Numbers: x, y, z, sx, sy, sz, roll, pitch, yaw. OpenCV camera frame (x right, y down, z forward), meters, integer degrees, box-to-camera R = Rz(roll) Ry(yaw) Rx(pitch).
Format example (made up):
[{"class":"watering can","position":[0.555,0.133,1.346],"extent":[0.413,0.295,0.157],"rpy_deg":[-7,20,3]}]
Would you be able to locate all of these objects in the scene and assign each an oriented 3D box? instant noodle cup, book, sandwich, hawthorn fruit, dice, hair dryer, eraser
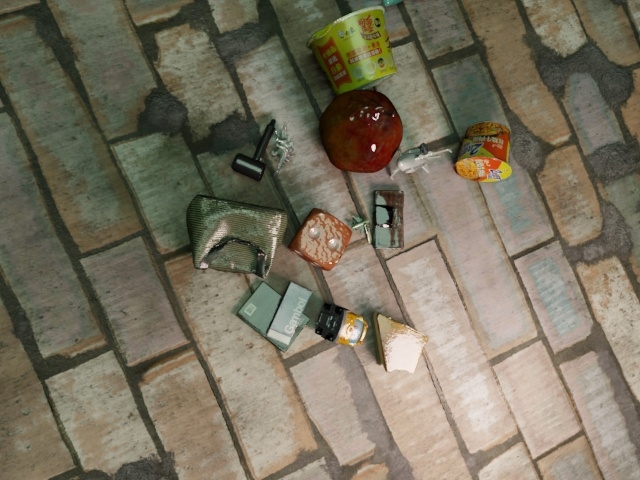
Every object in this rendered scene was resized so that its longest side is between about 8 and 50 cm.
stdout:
[{"class":"instant noodle cup","position":[0.126,-0.662,1.532],"extent":[0.312,0.311,0.221],"rpy_deg":[-25,100,-10]},{"class":"book","position":[-0.170,0.279,1.550],"extent":[0.228,0.024,0.160],"rpy_deg":[39,82,-5]},{"class":"sandwich","position":[0.259,0.387,1.574],"extent":[0.220,0.108,0.185],"rpy_deg":[27,82,-9]},{"class":"hawthorn fruit","position":[0.140,-0.384,1.501],"extent":[0.309,0.325,0.307],"rpy_deg":[1,93,16]},{"class":"dice","position":[0.000,0.000,1.520],"extent":[0.179,0.174,0.174],"rpy_deg":[35,80,-5]},{"class":"instant noodle cup","position":[0.635,-0.347,1.642],"extent":[0.214,0.213,0.174],"rpy_deg":[15,76,-8]},{"class":"hair dryer","position":[-0.230,-0.349,1.558],"extent":[0.114,0.070,0.247],"rpy_deg":[22,80,-8]},{"class":"eraser","position":[-0.111,0.258,1.523],"extent":[0.092,0.046,0.212],"rpy_deg":[25,82,-7]}]

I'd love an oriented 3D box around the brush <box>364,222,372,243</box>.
[{"class":"brush","position":[0.185,-0.026,1.619],"extent":[0.016,0.013,0.083],"rpy_deg":[-27,115,-25]}]

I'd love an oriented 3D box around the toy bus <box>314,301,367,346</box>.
[{"class":"toy bus","position":[0.076,0.302,1.503],"extent":[0.136,0.209,0.125],"rpy_deg":[22,82,-18]}]

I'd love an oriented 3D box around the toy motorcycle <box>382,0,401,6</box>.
[{"class":"toy motorcycle","position":[0.297,-1.020,1.665],"extent":[0.297,0.109,0.198],"rpy_deg":[-2,89,-8]}]

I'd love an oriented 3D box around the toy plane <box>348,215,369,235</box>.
[{"class":"toy plane","position":[0.148,-0.061,1.620],"extent":[0.083,0.033,0.080],"rpy_deg":[-22,90,-17]}]

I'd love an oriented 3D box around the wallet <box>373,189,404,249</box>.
[{"class":"wallet","position":[0.263,-0.080,1.636],"extent":[0.125,0.042,0.229],"rpy_deg":[1,88,-12]}]

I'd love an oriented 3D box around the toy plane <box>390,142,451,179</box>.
[{"class":"toy plane","position":[0.338,-0.294,1.553],"extent":[0.255,0.251,0.101],"rpy_deg":[-11,80,-53]}]

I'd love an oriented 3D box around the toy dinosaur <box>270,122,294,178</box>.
[{"class":"toy dinosaur","position":[-0.142,-0.331,1.577],"extent":[0.082,0.039,0.208],"rpy_deg":[11,94,-29]}]

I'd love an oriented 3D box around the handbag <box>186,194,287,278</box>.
[{"class":"handbag","position":[-0.289,-0.007,1.434],"extent":[0.342,0.247,0.239],"rpy_deg":[8,87,-15]}]
